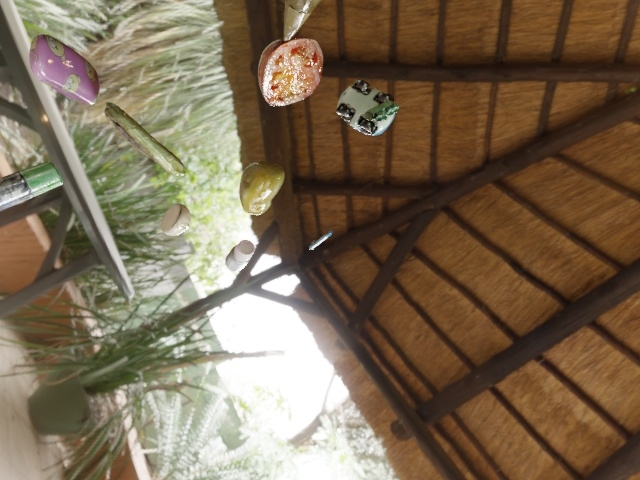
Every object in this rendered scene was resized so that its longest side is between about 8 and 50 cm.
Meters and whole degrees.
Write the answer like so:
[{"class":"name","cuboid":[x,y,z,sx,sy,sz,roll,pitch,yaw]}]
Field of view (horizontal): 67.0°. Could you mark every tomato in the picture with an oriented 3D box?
[{"class":"tomato","cuboid":[-0.152,-0.782,2.173,0.143,0.339,0.338,47,-28,30]}]

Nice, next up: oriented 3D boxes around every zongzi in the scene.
[{"class":"zongzi","cuboid":[-0.016,-0.523,1.022,0.079,0.160,0.176,30,-47,20]}]

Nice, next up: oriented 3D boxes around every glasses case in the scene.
[{"class":"glasses case","cuboid":[-0.725,-0.484,1.391,0.316,0.076,0.123,-12,107,-89]}]

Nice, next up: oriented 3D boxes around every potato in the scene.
[{"class":"potato","cuboid":[-0.213,-0.184,1.703,0.157,0.157,0.193,34,-70,57]}]

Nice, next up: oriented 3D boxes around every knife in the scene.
[{"class":"knife","cuboid":[-0.001,-0.002,1.888,0.026,0.044,0.296,58,-19,3]}]

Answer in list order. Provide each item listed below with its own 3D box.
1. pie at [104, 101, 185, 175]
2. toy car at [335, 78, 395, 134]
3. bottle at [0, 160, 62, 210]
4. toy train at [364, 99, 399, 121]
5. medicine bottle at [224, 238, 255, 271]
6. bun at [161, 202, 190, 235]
[{"class":"pie","cuboid":[-0.574,-0.324,1.556,0.323,0.070,0.323,40,-6,5]},{"class":"toy car","cuboid":[0.201,-0.556,2.082,0.255,0.188,0.190,34,3,19]},{"class":"bottle","cuboid":[-0.985,-0.147,1.502,0.093,0.330,0.093,36,-36,32]},{"class":"toy train","cuboid":[0.236,-0.488,1.835,0.071,0.148,0.038,30,-42,34]},{"class":"medicine bottle","cuboid":[-0.306,0.057,1.850,0.083,0.084,0.203,65,-29,6]},{"class":"bun","cuboid":[-0.566,-0.075,1.940,0.094,0.138,0.138,35,4,-40]}]
